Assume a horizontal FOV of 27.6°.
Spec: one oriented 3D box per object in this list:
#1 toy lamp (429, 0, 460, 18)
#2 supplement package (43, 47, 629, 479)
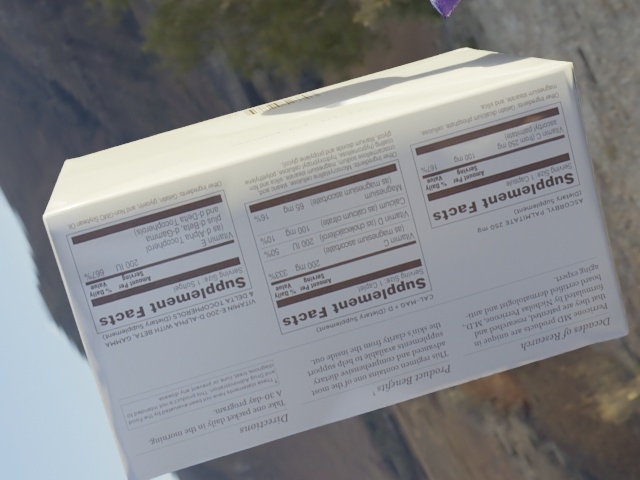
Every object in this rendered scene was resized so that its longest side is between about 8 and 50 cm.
[{"bbox_3d":[-0.027,-0.222,0.697,0.275,0.080,0.080,36,174,0],"label":"toy lamp"},{"bbox_3d":[0.000,0.000,0.719,0.204,0.262,0.145,-127,22,-77],"label":"supplement package"}]
